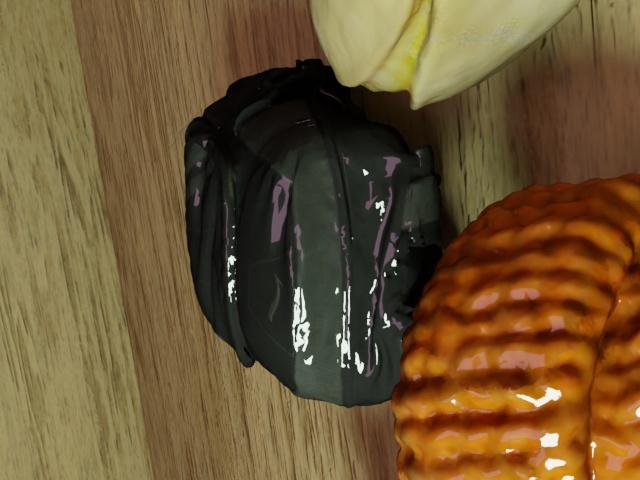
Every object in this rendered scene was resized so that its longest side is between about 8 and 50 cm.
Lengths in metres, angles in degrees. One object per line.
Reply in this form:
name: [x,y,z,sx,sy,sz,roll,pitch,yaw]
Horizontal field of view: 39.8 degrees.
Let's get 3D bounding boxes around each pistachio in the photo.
pistachio: [0.097,-0.232,0.679,0.321,0.229,0.238,118,176,-68]

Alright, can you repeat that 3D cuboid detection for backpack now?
backpack: [0.000,0.000,0.935,0.445,0.254,0.364,-137,42,-68]

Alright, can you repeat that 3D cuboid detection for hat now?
hat: [0.262,0.100,0.537,0.400,0.285,0.285,0,103,42]
